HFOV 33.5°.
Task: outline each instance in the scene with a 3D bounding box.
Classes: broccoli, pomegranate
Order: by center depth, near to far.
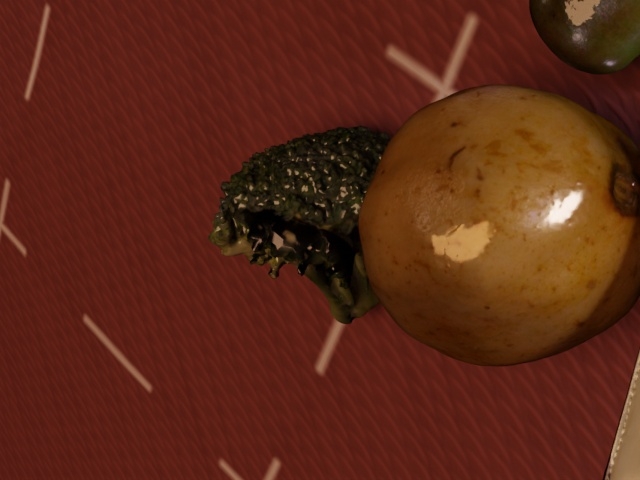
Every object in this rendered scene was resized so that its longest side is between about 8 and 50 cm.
[{"bbox_3d":[0.297,-0.215,1.001,0.191,0.131,0.152,38,121,1],"label":"pomegranate"},{"bbox_3d":[0.188,-0.013,1.039,0.307,0.307,0.307,12,109,39],"label":"pomegranate"},{"bbox_3d":[0.000,0.000,1.266,0.263,0.247,0.243,-20,126,7],"label":"broccoli"}]

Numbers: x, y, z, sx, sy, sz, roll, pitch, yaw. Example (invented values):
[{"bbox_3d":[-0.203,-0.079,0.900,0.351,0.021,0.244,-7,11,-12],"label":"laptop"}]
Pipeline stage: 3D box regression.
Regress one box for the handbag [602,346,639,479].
[{"bbox_3d":[0.404,0.082,0.879,0.236,0.160,0.358,15,90,36],"label":"handbag"}]
